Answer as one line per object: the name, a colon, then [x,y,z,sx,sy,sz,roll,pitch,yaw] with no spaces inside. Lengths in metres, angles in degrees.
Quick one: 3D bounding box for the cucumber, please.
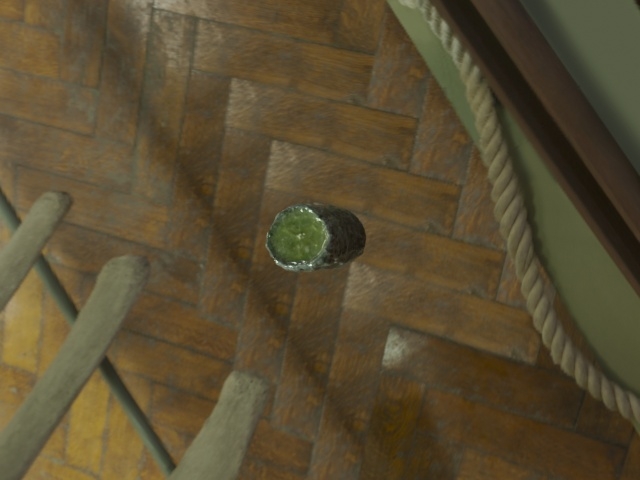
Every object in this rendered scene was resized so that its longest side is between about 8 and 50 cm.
cucumber: [-0.001,0.000,0.694,0.064,0.112,0.064,-1,89,22]
